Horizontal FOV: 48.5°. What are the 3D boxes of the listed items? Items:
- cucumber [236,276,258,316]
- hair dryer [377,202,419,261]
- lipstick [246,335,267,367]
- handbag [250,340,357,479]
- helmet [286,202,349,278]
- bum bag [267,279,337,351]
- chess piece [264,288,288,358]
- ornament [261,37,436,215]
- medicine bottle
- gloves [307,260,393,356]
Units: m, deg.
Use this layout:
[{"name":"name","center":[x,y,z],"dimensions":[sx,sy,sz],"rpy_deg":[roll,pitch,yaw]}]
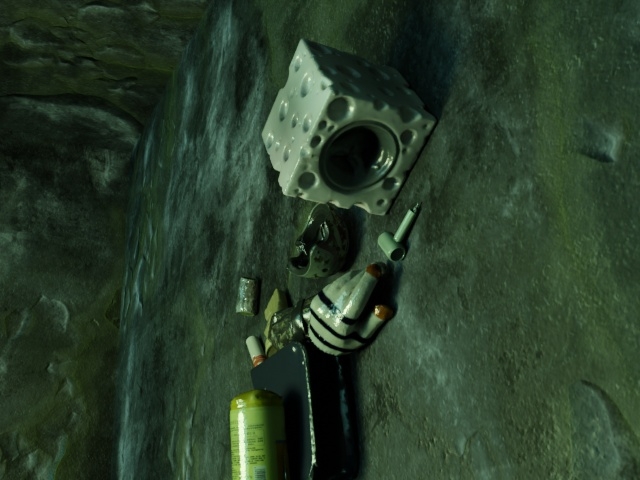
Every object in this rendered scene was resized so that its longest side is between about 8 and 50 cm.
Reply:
[{"name":"cucumber","center":[-0.206,0.159,2.033],"dimensions":[0.064,0.064,0.112],"rpy_deg":[-15,66,61]},{"name":"hair dryer","center":[0.160,-0.024,1.403],"dimensions":[0.124,0.037,0.063],"rpy_deg":[-63,31,20]},{"name":"lipstick","center":[-0.169,0.313,1.926],"dimensions":[0.038,0.038,0.131],"rpy_deg":[-67,29,25]},{"name":"handbag","center":[-0.053,0.398,1.578],"dimensions":[0.329,0.121,0.304],"rpy_deg":[-41,50,52]},{"name":"helmet","center":[0.011,0.012,1.607],"dimensions":[0.153,0.107,0.177],"rpy_deg":[-35,32,58]},{"name":"bum bag","center":[-0.032,0.184,1.635],"dimensions":[0.248,0.069,0.102],"rpy_deg":[-33,49,35]},{"name":"chess piece","center":[-0.105,0.215,1.801],"dimensions":[0.200,0.090,0.090],"rpy_deg":[-105,35,-51]},{"name":"ornament","center":[0.048,-0.231,1.460],"dimensions":[0.239,0.239,0.240],"rpy_deg":[-62,31,31]},{"name":"medicine bottle","center":[-0.124,0.427,1.459],"dimensions":[0.124,0.124,0.239],"rpy_deg":[-35,54,55]},{"name":"gloves","center":[0.056,0.133,1.451],"dimensions":[0.140,0.131,0.219],"rpy_deg":[-113,34,-44]}]
